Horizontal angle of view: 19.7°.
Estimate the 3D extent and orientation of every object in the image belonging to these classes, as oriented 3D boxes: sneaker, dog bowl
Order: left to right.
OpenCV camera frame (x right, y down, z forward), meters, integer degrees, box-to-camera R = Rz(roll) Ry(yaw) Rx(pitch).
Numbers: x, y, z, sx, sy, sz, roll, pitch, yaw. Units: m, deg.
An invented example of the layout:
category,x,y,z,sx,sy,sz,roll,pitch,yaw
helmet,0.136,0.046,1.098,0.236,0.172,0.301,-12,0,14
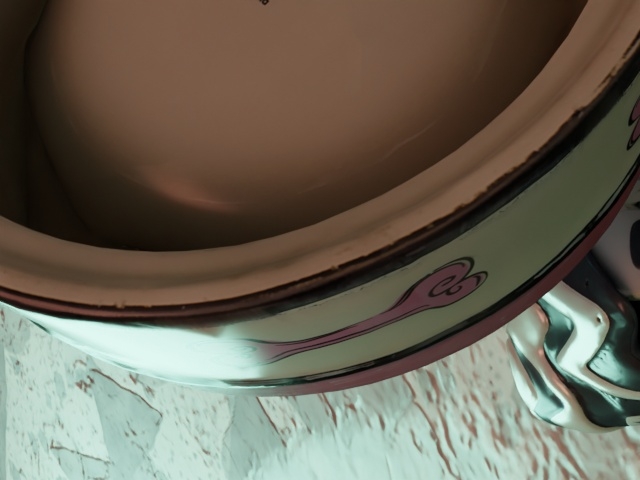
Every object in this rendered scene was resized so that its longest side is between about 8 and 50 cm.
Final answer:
category,x,y,z,sx,sy,sz,roll,pitch,yaw
dog bowl,-0.018,-0.109,0.849,0.408,0.408,0.150,49,173,36
sneaker,0.139,-0.015,0.903,0.153,0.094,0.235,-4,101,58
